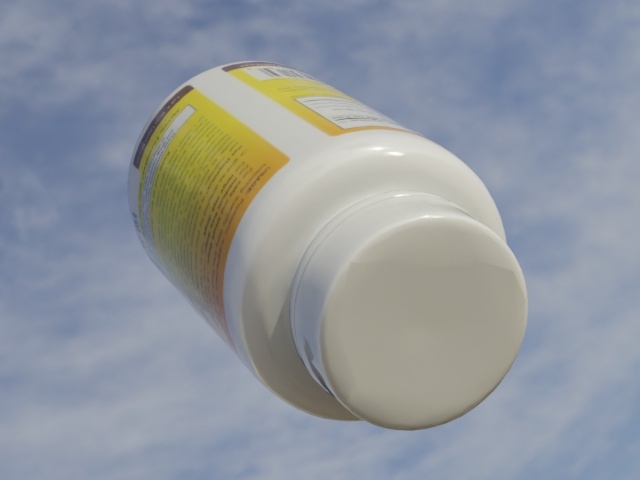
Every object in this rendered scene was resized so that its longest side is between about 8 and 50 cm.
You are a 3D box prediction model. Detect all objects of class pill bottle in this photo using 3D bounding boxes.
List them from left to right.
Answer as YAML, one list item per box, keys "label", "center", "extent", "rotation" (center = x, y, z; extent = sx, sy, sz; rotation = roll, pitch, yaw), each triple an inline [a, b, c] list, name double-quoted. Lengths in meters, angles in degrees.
- label: "pill bottle"
  center: [0.000, 0.000, 0.673]
  extent: [0.117, 0.215, 0.117]
  rotation: [-7, -71, -20]
